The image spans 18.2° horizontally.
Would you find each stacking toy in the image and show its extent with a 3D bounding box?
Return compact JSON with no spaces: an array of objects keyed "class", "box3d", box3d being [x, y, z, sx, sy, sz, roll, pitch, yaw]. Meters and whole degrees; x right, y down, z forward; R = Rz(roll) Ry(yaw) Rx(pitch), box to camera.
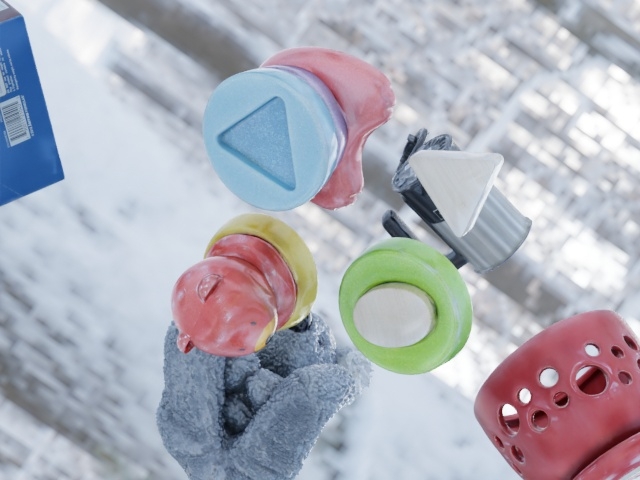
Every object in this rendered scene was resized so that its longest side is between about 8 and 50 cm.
[{"class":"stacking toy","box3d":[0.000,0.000,1.809,0.130,0.279,0.309,-35,143,-53]}]

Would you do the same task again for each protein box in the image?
[{"class":"protein box","box3d":[-0.397,-0.131,2.040,0.201,0.200,0.136,-25,-144,-21]}]

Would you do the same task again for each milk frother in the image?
[{"class":"milk frother","box3d":[0.143,-0.048,2.156,0.129,0.135,0.143,-31,-157,37]}]

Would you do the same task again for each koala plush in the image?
[{"class":"koala plush","box3d":[-0.054,0.143,2.090,0.221,0.196,0.203,-52,164,-55]}]

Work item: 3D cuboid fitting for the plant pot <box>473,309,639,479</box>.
[{"class":"plant pot","box3d":[0.280,0.195,2.079,0.191,0.174,0.191,-25,153,-14]}]
